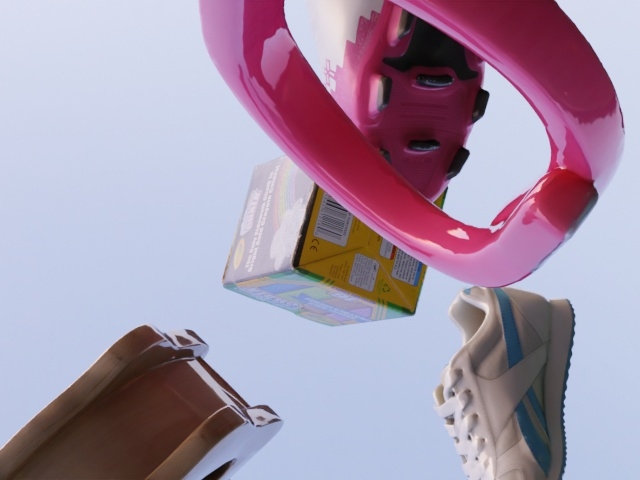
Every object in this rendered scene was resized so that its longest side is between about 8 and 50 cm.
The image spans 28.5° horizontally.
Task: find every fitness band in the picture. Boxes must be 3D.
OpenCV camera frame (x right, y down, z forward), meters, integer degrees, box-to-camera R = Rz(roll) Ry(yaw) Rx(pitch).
[{"bbox_3d":[0.034,-0.069,0.593,0.209,0.291,0.054,40,-102,4],"label":"fitness band"}]

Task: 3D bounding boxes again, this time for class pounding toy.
[{"bbox_3d":[-0.117,0.185,0.669,0.155,0.154,0.269,43,-105,15],"label":"pounding toy"}]

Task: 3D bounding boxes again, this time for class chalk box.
[{"bbox_3d":[0.000,0.000,1.196,0.132,0.213,0.132,21,-105,-23],"label":"chalk box"}]

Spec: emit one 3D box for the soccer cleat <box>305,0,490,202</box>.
[{"bbox_3d":[0.037,-0.185,0.864,0.116,0.331,0.143,-10,-164,-34],"label":"soccer cleat"}]

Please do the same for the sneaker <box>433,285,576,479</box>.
[{"bbox_3d":[0.127,0.135,0.916,0.092,0.087,0.229,13,-128,-3],"label":"sneaker"}]
